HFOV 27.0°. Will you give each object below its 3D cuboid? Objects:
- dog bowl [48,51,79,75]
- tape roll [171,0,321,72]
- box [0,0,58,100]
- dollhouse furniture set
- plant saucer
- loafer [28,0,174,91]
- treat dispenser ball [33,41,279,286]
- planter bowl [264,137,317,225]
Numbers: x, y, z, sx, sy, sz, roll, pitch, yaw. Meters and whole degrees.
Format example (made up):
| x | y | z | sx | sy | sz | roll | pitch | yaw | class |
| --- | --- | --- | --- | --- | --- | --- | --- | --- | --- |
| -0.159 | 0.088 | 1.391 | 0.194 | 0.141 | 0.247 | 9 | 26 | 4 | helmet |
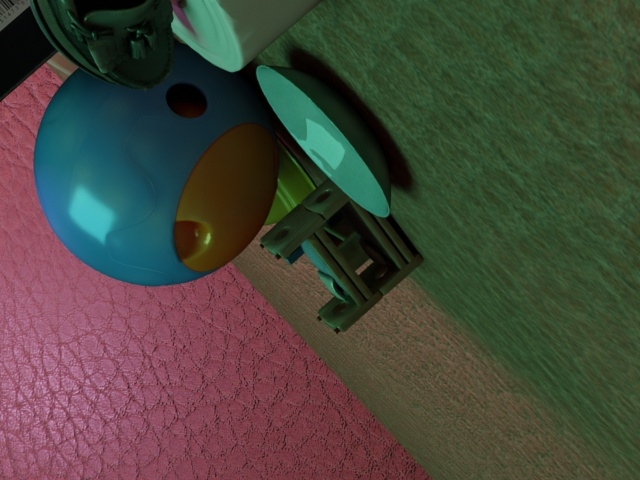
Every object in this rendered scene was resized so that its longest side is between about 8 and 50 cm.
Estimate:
| x | y | z | sx | sy | sz | roll | pitch | yaw | class |
| --- | --- | --- | --- | --- | --- | --- | --- | --- | --- |
| -0.400 | -0.342 | 1.809 | 0.348 | 0.102 | 0.349 | 39 | -176 | -3 | dog bowl |
| -0.121 | -0.272 | 1.048 | 0.286 | 0.100 | 0.286 | 47 | 172 | 9 | tape roll |
| -0.364 | -0.266 | 1.464 | 0.179 | 0.343 | 0.312 | 49 | 171 | -14 | box |
| 0.000 | 0.000 | 1.539 | 0.129 | 0.129 | 0.183 | 52 | 171 | -24 | dollhouse furniture set |
| 0.014 | -0.107 | 1.309 | 0.195 | 0.037 | 0.195 | 47 | 172 | 9 | plant saucer |
| -0.167 | -0.195 | 0.989 | 0.084 | 0.096 | 0.267 | 35 | 163 | 34 | loafer |
| -0.191 | -0.089 | 1.566 | 0.288 | 0.288 | 0.288 | 47 | 171 | 9 | treat dispenser ball |
| -0.094 | -0.085 | 1.767 | 0.217 | 0.090 | 0.217 | 47 | 172 | 9 | planter bowl |
